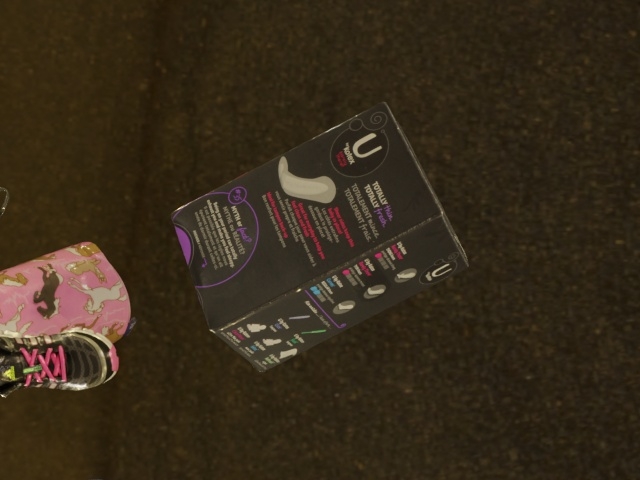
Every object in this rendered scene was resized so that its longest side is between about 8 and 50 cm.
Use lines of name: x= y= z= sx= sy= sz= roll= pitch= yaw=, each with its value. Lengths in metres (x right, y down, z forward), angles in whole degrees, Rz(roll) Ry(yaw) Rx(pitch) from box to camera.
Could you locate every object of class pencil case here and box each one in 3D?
pencil case: x=-0.449 y=0.136 z=1.473 sx=0.160 sy=0.386 sz=0.167 roll=-22 pitch=91 yaw=51

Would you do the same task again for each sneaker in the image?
sneaker: x=-0.281 y=0.122 z=1.049 sx=0.170 sy=0.075 sz=0.063 roll=2 pitch=101 yaw=20

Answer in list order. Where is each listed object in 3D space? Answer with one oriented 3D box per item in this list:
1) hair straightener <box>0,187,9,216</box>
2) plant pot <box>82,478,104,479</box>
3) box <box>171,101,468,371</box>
hair straightener: x=-0.486 y=-0.035 z=1.306 sx=0.089 sy=0.230 sz=0.047 roll=76 pitch=-173 yaw=-61
plant pot: x=-0.471 y=0.542 z=1.761 sx=0.212 sy=0.236 sz=0.236 roll=-2 pitch=104 yaw=8
box: x=0.000 y=0.000 z=1.181 sx=0.270 sy=0.143 sz=0.165 roll=-27 pitch=59 yaw=7
